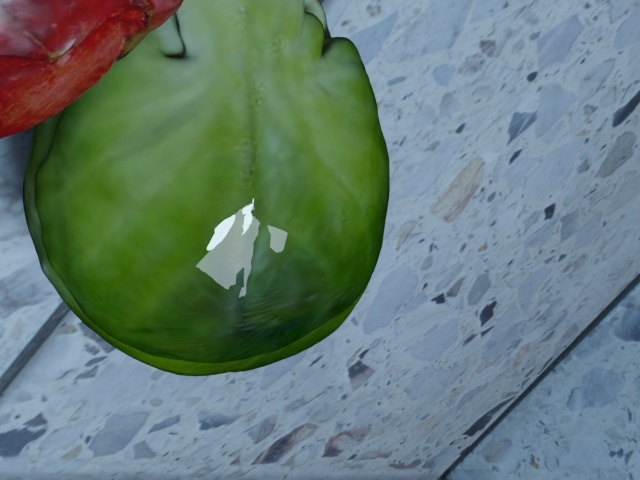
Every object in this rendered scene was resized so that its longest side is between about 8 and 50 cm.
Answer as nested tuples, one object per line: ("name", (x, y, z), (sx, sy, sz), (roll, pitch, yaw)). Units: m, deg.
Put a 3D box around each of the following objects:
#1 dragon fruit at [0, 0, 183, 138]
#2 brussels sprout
("dragon fruit", (-0.204, -0.181, 0.536), (0.342, 0.277, 0.277), (-43, 152, 24))
("brussels sprout", (-0.087, -0.056, 0.834), (0.289, 0.281, 0.355), (-8, 123, -20))
